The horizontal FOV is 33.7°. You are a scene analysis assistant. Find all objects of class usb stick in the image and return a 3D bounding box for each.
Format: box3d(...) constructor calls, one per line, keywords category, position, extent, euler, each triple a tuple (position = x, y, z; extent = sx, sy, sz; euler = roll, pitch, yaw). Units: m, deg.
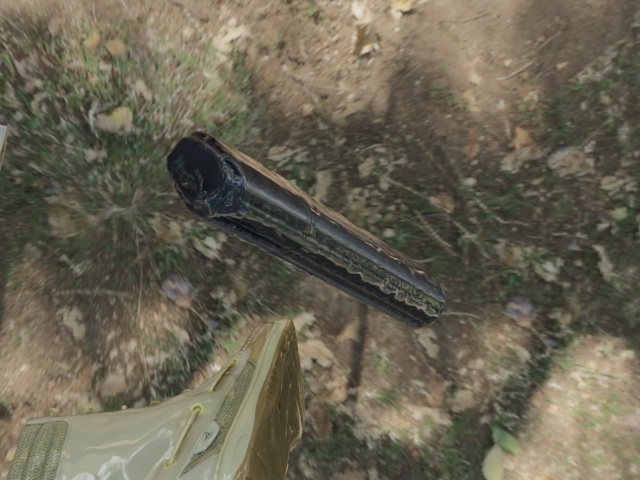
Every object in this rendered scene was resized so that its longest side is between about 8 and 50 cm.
box3d(category="usb stick", position=(0.000, 0.000, 0.739), extent=(0.045, 0.077, 0.278), euler=(-52, 140, 7))

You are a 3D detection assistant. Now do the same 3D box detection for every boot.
box3d(category="boot", position=(-0.122, 0.148, 0.842), extent=(0.203, 0.262, 0.095), euler=(-7, 114, 12))

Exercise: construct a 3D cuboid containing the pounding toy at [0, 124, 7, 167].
box3d(category="pounding toy", position=(-0.504, -0.121, 1.497), extent=(0.100, 0.130, 0.141), euler=(14, 76, -14))
